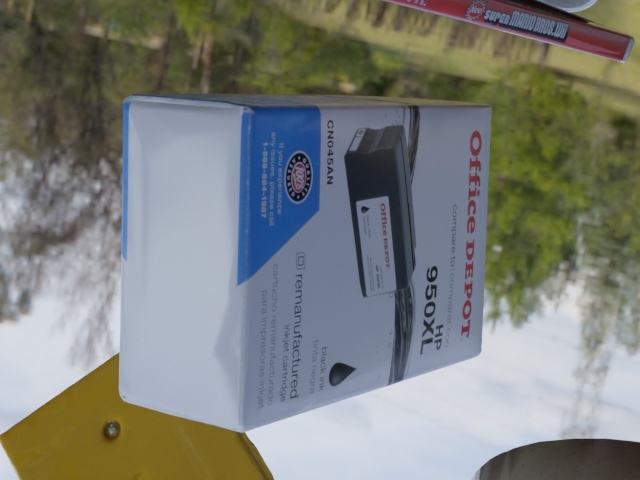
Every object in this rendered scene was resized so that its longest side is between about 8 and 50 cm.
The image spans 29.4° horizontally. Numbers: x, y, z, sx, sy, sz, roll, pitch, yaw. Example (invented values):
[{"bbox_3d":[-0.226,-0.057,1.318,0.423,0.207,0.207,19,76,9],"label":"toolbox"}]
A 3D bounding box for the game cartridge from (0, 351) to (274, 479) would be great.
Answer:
[{"bbox_3d":[-0.222,0.309,1.558,0.324,0.285,0.052,57,-176,17],"label":"game cartridge"}]

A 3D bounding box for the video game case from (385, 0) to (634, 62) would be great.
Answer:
[{"bbox_3d":[0.084,-0.199,0.947,0.285,0.025,0.204,3,-158,-42],"label":"video game case"}]

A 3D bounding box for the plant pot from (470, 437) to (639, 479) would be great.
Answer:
[{"bbox_3d":[0.156,0.289,0.624,0.256,0.274,0.256,18,146,13],"label":"plant pot"}]

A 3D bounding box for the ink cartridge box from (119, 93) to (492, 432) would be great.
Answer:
[{"bbox_3d":[0.000,0.000,1.210,0.166,0.286,0.394,9,-169,38],"label":"ink cartridge box"}]

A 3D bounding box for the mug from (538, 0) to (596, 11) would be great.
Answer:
[{"bbox_3d":[0.243,-0.326,1.152,0.150,0.169,0.113,41,156,-4],"label":"mug"}]
